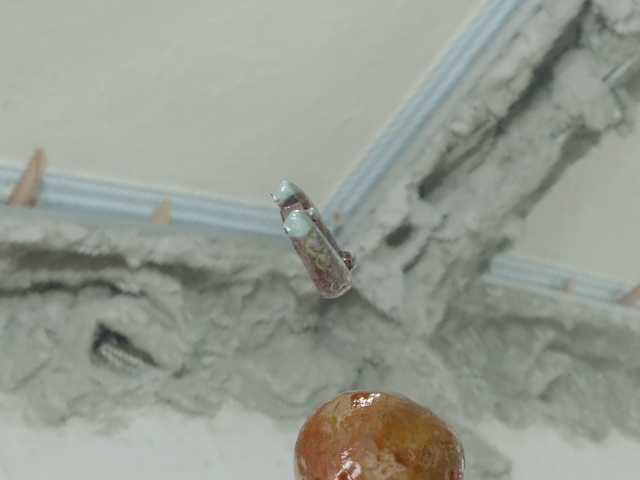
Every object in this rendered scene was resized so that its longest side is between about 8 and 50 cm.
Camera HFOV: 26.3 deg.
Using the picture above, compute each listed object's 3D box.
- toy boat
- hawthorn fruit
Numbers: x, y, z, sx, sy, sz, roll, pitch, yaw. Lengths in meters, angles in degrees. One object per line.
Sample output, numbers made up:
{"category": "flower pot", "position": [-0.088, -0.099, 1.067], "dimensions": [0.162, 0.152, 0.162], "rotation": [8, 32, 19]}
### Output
{"category": "toy boat", "position": [0.000, 0.000, 2.279], "dimensions": [0.085, 0.155, 0.227], "rotation": [-27, -49, 2]}
{"category": "hawthorn fruit", "position": [0.086, 0.381, 2.110], "dimensions": [0.277, 0.298, 0.277], "rotation": [5, -62, 9]}
